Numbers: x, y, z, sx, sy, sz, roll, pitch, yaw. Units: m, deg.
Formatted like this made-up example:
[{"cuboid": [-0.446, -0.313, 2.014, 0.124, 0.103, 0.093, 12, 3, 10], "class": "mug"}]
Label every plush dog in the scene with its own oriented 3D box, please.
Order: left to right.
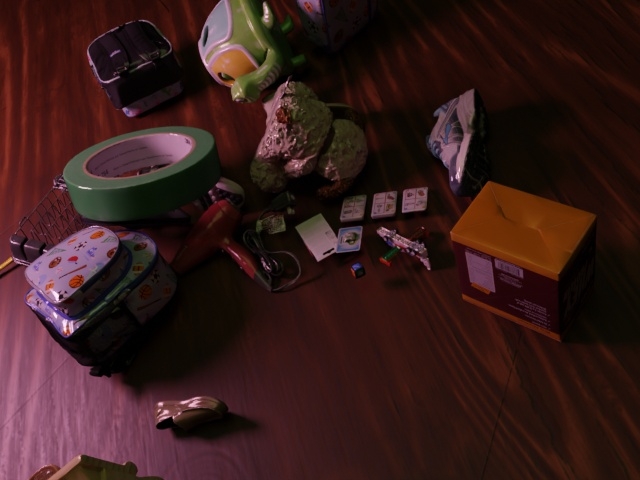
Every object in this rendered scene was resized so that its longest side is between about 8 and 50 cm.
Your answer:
[{"cuboid": [-0.004, -0.213, 1.504, 0.225, 0.210, 0.262, 20, 78, -13], "class": "plush dog"}]

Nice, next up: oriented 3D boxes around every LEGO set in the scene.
[{"cuboid": [0.127, -0.009, 1.409, 0.182, 0.060, 0.244, -7, 38, 14], "class": "LEGO set"}]

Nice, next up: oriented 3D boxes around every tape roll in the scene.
[{"cuboid": [-0.374, -0.149, 1.494, 0.321, 0.077, 0.321, -7, 30, 4], "class": "tape roll"}]

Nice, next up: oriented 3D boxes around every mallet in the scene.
[{"cuboid": [-0.756, 0.079, 1.645, 0.189, 0.039, 0.062, -44, 53, -13], "class": "mallet"}]

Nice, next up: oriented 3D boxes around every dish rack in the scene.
[{"cuboid": [-0.574, -0.050, 1.644, 0.208, 0.074, 0.271, 13, 52, 13], "class": "dish rack"}]

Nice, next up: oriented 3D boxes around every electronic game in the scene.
[{"cuboid": [-0.397, -0.047, 1.525, 0.229, 0.229, 0.048, 2, 95, 21], "class": "electronic game"}]

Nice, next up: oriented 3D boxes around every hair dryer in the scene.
[{"cuboid": [-0.184, 0.009, 1.462, 0.293, 0.080, 0.224, -13, 56, 18], "class": "hair dryer"}]

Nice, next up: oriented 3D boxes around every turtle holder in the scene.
[{"cuboid": [-0.176, -0.482, 1.807, 0.227, 0.243, 0.320, -26, 78, 14], "class": "turtle holder"}]

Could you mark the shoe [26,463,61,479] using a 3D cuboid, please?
[{"cuboid": [-0.530, 0.468, 1.221, 0.219, 0.058, 0.076, -32, 68, -4], "class": "shoe"}]

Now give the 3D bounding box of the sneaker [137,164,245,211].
[{"cuboid": [-0.285, -0.144, 1.624, 0.292, 0.110, 0.118, 16, 49, 29], "class": "sneaker"}]

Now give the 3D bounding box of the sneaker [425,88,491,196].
[{"cuboid": [0.284, -0.190, 1.477, 0.122, 0.110, 0.283, -16, 42, 31], "class": "sneaker"}]

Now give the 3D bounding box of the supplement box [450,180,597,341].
[{"cuboid": [0.343, 0.035, 1.181, 0.191, 0.194, 0.129, 24, 62, 34], "class": "supplement box"}]

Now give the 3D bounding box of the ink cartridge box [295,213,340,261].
[{"cuboid": [0.000, 0.000, 1.445, 0.063, 0.029, 0.115, -29, 48, -5], "class": "ink cartridge box"}]

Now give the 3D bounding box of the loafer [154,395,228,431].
[{"cuboid": [-0.230, 0.311, 1.247, 0.148, 0.056, 0.050, -12, 48, 23], "class": "loafer"}]

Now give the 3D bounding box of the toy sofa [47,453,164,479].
[{"cuboid": [-0.324, 0.523, 1.055, 0.150, 0.177, 0.362, -40, 45, 17], "class": "toy sofa"}]

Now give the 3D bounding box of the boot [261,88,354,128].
[{"cuboid": [-0.032, -0.317, 1.694, 0.213, 0.077, 0.165, -10, 37, -5], "class": "boot"}]

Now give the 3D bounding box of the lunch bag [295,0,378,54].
[{"cuboid": [0.051, -0.649, 1.791, 0.115, 0.303, 0.243, 37, 68, 24], "class": "lunch bag"}]

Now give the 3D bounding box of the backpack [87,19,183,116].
[{"cuboid": [-0.505, -0.478, 1.920, 0.225, 0.191, 0.253, -30, 55, -10], "class": "backpack"}]

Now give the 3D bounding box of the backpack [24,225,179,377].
[{"cuboid": [-0.434, 0.090, 1.413, 0.263, 0.213, 0.276, -37, 45, -27], "class": "backpack"}]

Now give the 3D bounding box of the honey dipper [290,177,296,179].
[{"cuboid": [-0.065, -0.206, 1.643, 0.030, 0.030, 0.161, -11, 47, 11], "class": "honey dipper"}]

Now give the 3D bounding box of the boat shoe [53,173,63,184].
[{"cuboid": [-0.630, -0.147, 1.783, 0.142, 0.040, 0.049, 20, 60, 32], "class": "boat shoe"}]
